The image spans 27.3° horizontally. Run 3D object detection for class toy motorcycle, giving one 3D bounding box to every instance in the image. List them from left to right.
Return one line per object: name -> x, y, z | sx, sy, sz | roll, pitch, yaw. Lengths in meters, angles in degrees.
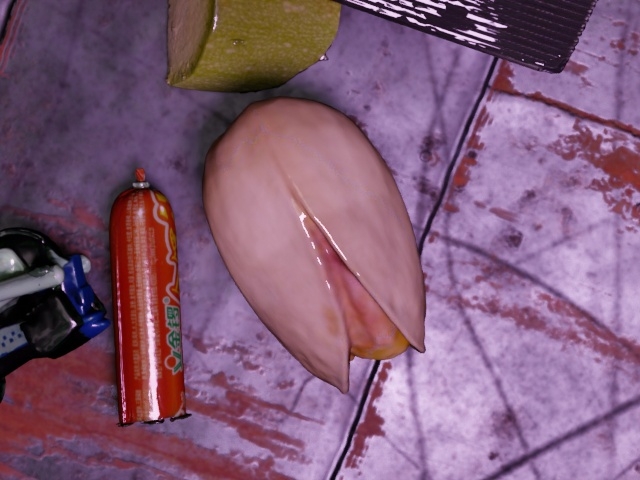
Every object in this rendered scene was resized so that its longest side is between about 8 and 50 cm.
toy motorcycle -> -0.371, 0.125, 1.348 | 0.331, 0.125, 0.196 | -31, 93, 6

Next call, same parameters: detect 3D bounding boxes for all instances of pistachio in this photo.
pistachio -> 0.000, 0.000, 1.293 | 0.188, 0.187, 0.299 | -28, 95, 3

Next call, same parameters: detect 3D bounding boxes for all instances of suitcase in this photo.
suitcase -> 0.114, -0.314, 1.238 | 0.335, 0.152, 0.229 | 18, 121, -7

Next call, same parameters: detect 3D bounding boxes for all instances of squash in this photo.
squash -> -0.071, -0.247, 1.335 | 0.184, 0.085, 0.191 | 0, 94, 3

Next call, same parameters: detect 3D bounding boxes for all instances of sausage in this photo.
sausage -> -0.180, 0.058, 1.355 | 0.083, 0.083, 0.263 | -3, 91, 2
